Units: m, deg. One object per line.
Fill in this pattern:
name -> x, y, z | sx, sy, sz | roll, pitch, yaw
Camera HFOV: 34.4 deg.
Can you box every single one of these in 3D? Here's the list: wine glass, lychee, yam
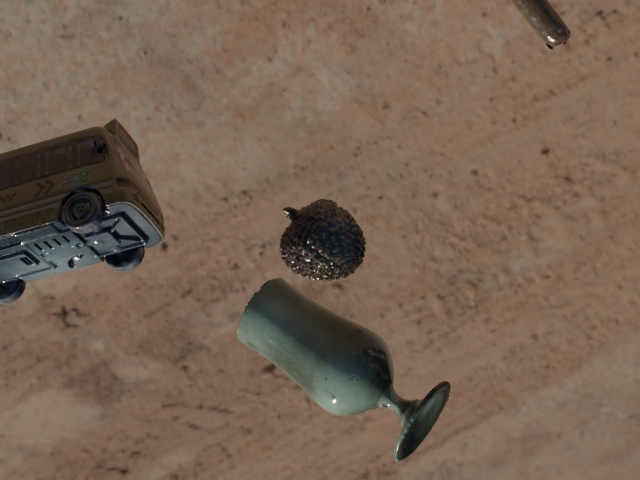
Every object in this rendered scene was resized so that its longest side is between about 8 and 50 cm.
wine glass -> 0.020, 0.135, 1.133 | 0.103, 0.231, 0.103 | -46, 156, -28
lychee -> 0.000, 0.000, 0.858 | 0.083, 0.068, 0.067 | 31, 107, -17
yam -> 0.274, -0.388, 1.496 | 0.046, 0.046, 0.264 | -36, 97, 21

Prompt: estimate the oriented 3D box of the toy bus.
toy bus -> -0.342, -0.034, 1.254 | 0.290, 0.157, 0.139 | -16, 152, 10
